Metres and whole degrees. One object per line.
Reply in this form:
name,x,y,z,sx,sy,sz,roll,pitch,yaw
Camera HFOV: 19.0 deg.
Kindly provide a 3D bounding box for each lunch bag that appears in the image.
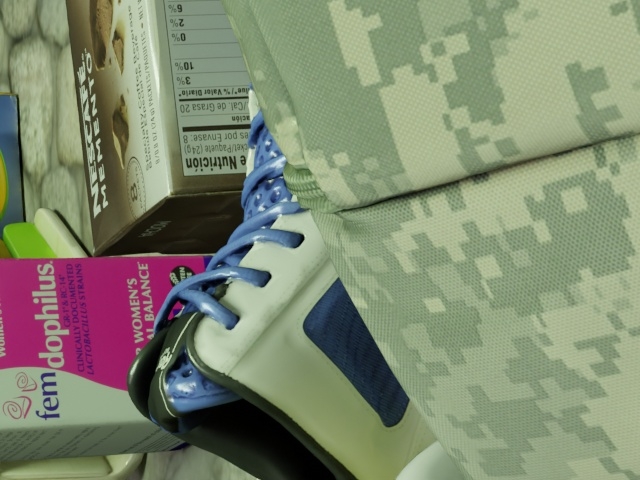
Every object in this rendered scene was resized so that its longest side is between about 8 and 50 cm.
lunch bag,0.145,-0.038,0.479,0.305,0.212,0.256,-13,102,44

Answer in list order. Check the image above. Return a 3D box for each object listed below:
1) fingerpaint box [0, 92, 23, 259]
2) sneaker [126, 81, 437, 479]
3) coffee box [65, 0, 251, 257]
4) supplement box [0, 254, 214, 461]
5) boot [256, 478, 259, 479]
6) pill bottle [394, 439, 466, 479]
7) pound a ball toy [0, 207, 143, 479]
fingerpaint box,-0.435,0.104,1.589,0.163,0.371,0.445,-22,72,61
sneaker,0.000,0.001,0.830,0.127,0.182,0.315,-27,77,64
coffee box,-0.063,-0.151,1.013,0.168,0.119,0.297,153,111,-68
supplement box,-0.178,0.077,1.220,0.114,0.220,0.111,144,121,-60
boot,-0.011,0.180,0.905,0.077,0.213,0.165,71,177,-49
pill bottle,0.075,0.247,0.726,0.188,0.188,0.334,-124,41,-49
pound a ball toy,-0.278,0.072,1.441,0.319,0.208,0.135,43,127,54
